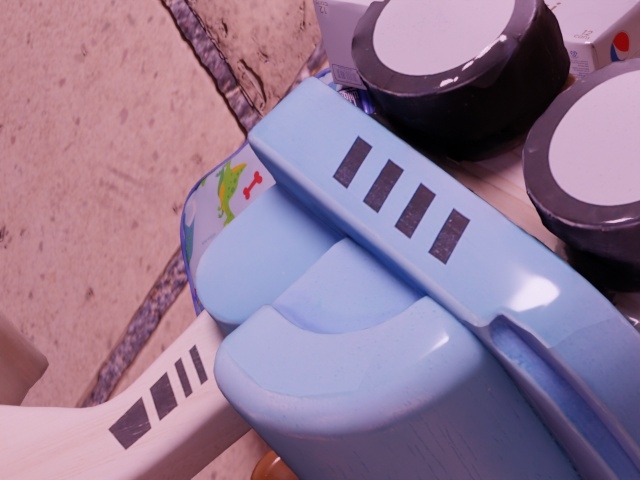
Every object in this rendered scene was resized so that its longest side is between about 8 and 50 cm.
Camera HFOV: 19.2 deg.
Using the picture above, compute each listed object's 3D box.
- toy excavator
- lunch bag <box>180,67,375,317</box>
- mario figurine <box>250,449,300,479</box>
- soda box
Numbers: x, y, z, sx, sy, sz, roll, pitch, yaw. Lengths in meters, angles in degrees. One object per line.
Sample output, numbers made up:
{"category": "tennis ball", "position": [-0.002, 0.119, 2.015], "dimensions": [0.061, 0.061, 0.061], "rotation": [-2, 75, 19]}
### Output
{"category": "toy excavator", "position": [-0.017, 0.061, 1.023], "dimensions": [0.445, 0.222, 0.433], "rotation": [-43, 45, -8]}
{"category": "lunch bag", "position": [0.000, 0.000, 1.289], "dimensions": [0.219, 0.090, 0.176], "rotation": [-35, 58, 40]}
{"category": "mario figurine", "position": [0.012, 0.221, 1.122], "dimensions": [0.320, 0.170, 0.198], "rotation": [25, 130, 63]}
{"category": "soda box", "position": [0.101, -0.125, 1.164], "dimensions": [0.216, 0.074, 0.069], "rotation": [16, 135, 39]}
